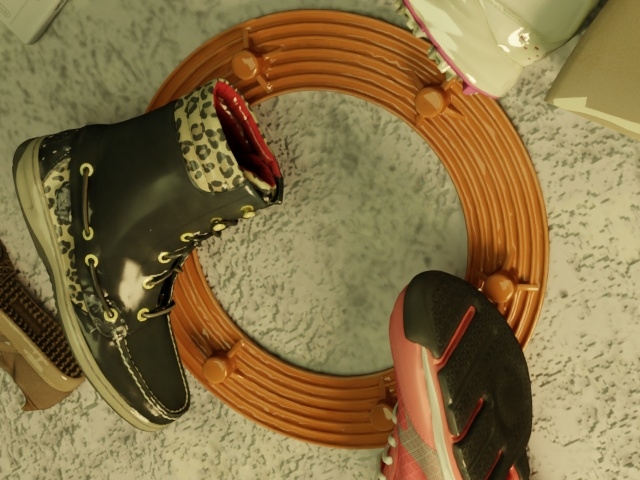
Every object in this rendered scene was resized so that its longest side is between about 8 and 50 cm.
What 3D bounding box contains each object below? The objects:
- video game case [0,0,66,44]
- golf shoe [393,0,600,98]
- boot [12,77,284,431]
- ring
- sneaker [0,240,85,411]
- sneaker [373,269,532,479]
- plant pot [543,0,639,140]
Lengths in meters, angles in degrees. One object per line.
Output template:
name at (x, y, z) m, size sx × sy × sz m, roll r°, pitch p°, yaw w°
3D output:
video game case at (-0.234, -0.250, 1.159) m, size 0.157 × 0.019 × 0.143 m, roll 45°, pitch 117°, yaw 5°
golf shoe at (0.070, -0.245, 0.996) m, size 0.140 × 0.115 × 0.306 m, roll -33°, pitch 98°, yaw 17°
boot at (-0.104, 0.012, 1.115) m, size 0.178 × 0.085 × 0.236 m, roll -19°, pitch 97°, yaw 24°
ring at (0.000, 0.000, 1.132) m, size 0.336 × 0.032 × 0.336 m, roll 6°, pitch 107°, yaw 21°
sneaker at (-0.270, 0.058, 1.241) m, size 0.071 × 0.066 × 0.188 m, roll -40°, pitch 88°, yaw 28°
sneaker at (0.079, 0.170, 1.090) m, size 0.136 × 0.116 × 0.314 m, roll -2°, pitch 115°, yaw 32°
plant pot at (0.215, -0.111, 0.972) m, size 0.109 × 0.109 × 0.096 m, roll 24°, pitch 102°, yaw 14°
